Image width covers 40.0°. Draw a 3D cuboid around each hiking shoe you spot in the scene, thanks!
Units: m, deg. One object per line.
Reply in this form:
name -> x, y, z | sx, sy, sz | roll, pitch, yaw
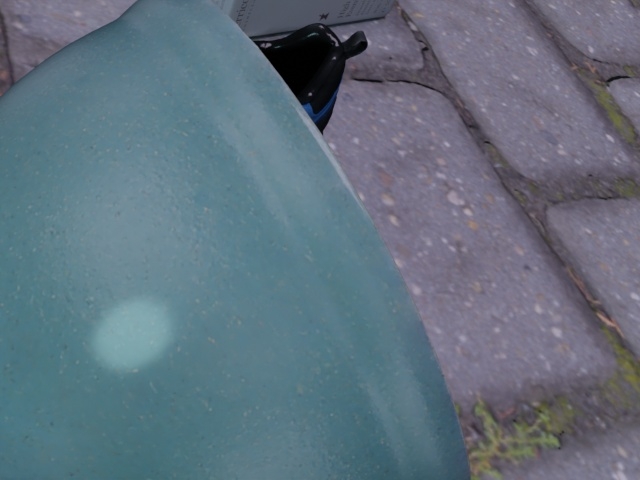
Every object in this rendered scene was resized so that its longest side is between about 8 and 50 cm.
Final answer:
hiking shoe -> -0.113, -0.099, 0.632 | 0.304, 0.132, 0.113 | -18, 61, -38

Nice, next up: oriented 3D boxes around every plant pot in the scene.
plant pot -> -0.093, 0.054, 0.428 | 0.196, 0.293, 0.293 | -30, 66, -13

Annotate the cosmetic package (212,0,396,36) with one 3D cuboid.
cosmetic package -> -0.014, -0.274, 0.857 | 0.231, 0.117, 0.085 | -22, 62, -38
